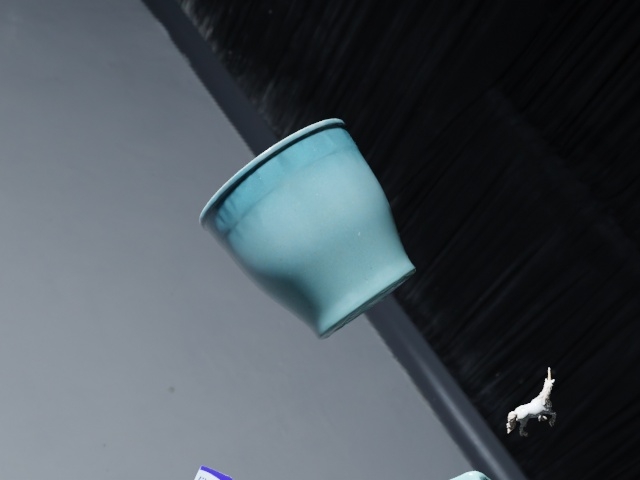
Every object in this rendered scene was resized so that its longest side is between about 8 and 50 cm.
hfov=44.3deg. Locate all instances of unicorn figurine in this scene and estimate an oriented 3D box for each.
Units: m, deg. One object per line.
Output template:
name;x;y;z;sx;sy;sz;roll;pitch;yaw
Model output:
unicorn figurine;0.516;0.399;1.876;0.162;0.111;0.060;-31;33;-18

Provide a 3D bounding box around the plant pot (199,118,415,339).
plant pot;0.000;0.000;1.198;0.271;0.271;0.255;-29;80;-43

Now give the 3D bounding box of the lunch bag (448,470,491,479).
lunch bag;0.090;0.374;0.730;0.160;0.262;0.223;38;31;-39

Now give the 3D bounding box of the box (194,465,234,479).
box;-0.229;0.528;1.497;0.072;0.126;0.137;21;31;0
